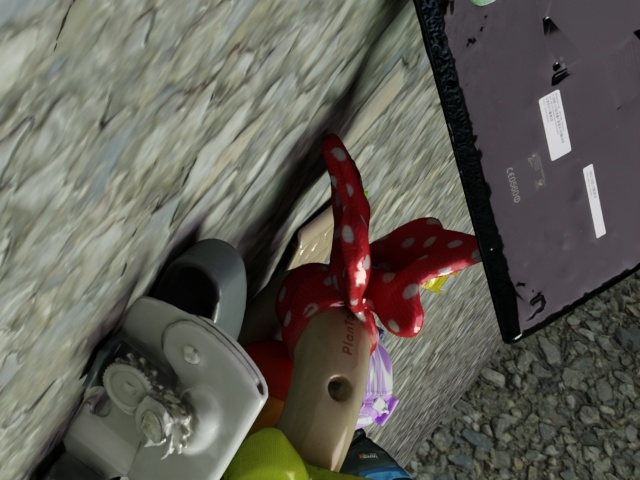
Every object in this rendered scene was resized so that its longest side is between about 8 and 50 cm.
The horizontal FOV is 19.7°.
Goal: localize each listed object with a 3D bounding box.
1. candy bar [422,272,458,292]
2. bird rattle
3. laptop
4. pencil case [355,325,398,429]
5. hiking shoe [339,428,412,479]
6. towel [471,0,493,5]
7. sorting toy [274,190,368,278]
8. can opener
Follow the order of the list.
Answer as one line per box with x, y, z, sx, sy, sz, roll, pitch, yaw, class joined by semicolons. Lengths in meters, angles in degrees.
0.111;0.033;1.737;0.040;0.018;0.161;-51;171;3;candy bar
-0.020;0.079;0.974;0.207;0.143;0.253;-24;-123;59;bird rattle
0.144;-0.121;0.970;0.264;0.136;0.234;-30;123;-18;laptop
-0.001;0.089;1.167;0.086;0.088;0.206;-49;170;4;pencil case
-0.016;0.296;1.702;0.304;0.132;0.113;-49;169;-29;hiking shoe
0.077;-0.161;0.760;0.113;0.023;0.152;-56;158;6;towel
0.000;0.000;1.084;0.083;0.012;0.062;-39;158;-46;sorting toy
-0.092;0.124;0.884;0.093;0.074;0.280;-41;165;-53;can opener
